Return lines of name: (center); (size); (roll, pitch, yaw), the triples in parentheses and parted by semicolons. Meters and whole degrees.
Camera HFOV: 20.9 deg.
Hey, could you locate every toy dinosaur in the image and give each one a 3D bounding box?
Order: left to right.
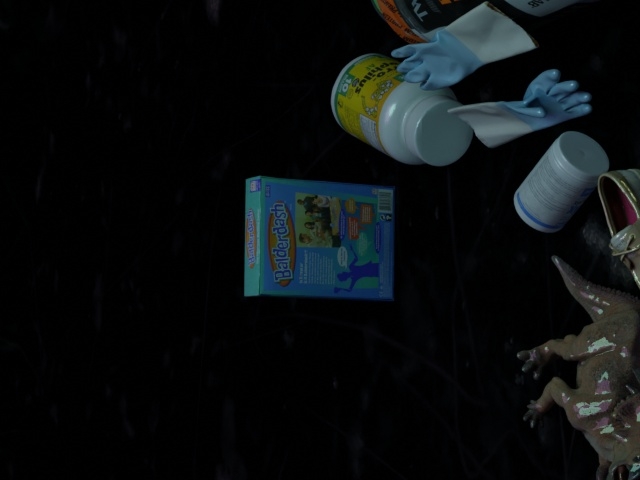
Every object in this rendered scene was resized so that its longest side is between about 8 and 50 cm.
toy dinosaur: (0.323, 0.142, 1.841); (0.200, 0.127, 0.296); (-35, 47, 49)

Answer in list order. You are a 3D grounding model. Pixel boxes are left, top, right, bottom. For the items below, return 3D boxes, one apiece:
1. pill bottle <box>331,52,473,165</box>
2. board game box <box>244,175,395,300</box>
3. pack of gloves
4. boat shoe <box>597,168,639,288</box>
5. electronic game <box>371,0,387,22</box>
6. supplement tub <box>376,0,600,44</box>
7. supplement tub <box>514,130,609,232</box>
pill bottle: (0.109, -0.166, 2.250); (0.208, 0.117, 0.117); (36, 118, 57)
board game box: (0.000, 0.000, 2.332); (0.047, 0.210, 0.160); (-7, 80, 60)
pack of gloves: (0.193, -0.175, 2.029); (0.232, 0.195, 0.046); (-19, 41, 59)
boat shoe: (0.340, -0.001, 1.879); (0.063, 0.059, 0.170); (-50, 46, 47)
electronic game: (0.123, -0.399, 2.320); (0.229, 0.048, 0.229); (-9, 80, 60)
supplement tub: (0.214, -0.338, 1.989); (0.338, 0.207, 0.207); (-20, 69, 59)
supplement tub: (0.276, -0.066, 1.990); (0.107, 0.071, 0.071); (-55, 42, 43)
